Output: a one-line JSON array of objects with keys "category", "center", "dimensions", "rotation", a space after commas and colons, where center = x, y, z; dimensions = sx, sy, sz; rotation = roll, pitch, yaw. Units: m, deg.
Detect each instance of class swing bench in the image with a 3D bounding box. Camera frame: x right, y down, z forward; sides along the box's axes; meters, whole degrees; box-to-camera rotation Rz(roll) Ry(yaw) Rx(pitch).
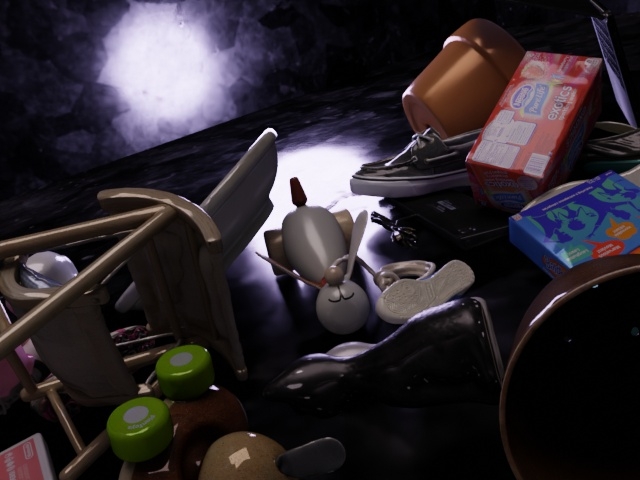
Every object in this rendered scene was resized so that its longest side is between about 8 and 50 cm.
[{"category": "swing bench", "center": [-0.234, 0.095, 0.688], "dimensions": [0.254, 0.253, 0.165], "rotation": [-28, 50, -26]}]

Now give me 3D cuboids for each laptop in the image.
[{"category": "laptop", "center": [0.484, -0.394, 1.267], "dimensions": [0.236, 0.408, 0.382], "rotation": [-18, 19, 26]}]

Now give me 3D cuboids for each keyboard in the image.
[{"category": "keyboard", "center": [0.189, -0.042, 1.072], "dimensions": [0.201, 0.033, 0.317], "rotation": [-14, 20, -12]}]

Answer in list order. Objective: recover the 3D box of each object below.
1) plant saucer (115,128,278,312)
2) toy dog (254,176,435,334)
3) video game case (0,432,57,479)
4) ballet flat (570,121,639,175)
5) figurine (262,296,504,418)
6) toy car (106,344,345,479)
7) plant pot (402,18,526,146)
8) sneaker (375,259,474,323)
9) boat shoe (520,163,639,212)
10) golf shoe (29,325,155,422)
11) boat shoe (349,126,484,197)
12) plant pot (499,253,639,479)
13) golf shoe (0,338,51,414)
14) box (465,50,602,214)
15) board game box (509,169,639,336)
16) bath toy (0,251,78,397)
[{"category": "plant saucer", "center": [-0.184, -0.013, 1.041], "dimensions": [0.400, 0.100, 0.400], "rotation": [-47, 10, 11]}, {"category": "toy dog", "center": [0.000, 0.000, 0.926], "dimensions": [0.220, 0.161, 0.333], "rotation": [-27, 24, -24]}, {"category": "video game case", "center": [-0.412, 0.325, 0.615], "dimensions": [0.285, 0.025, 0.204], "rotation": [-27, 24, -24]}, {"category": "ballet flat", "center": [0.454, -0.157, 1.068], "dimensions": [0.280, 0.096, 0.095], "rotation": [-1, -18, 23]}, {"category": "figurine", "center": [0.072, 0.122, 0.614], "dimensions": [0.209, 0.092, 0.215], "rotation": [-15, -8, 16]}, {"category": "toy car", "center": [-0.064, 0.197, 0.530], "dimensions": [0.188, 0.155, 0.149], "rotation": [3, 27, 18]}, {"category": "plant pot", "center": [0.312, -0.288, 1.285], "dimensions": [0.203, 0.291, 0.291], "rotation": [-34, 24, -3]}, {"category": "sneaker", "center": [0.120, 0.080, 0.756], "dimensions": [0.152, 0.084, 0.058], "rotation": [-23, 65, -35]}, {"category": "boat shoe", "center": [0.417, -0.050, 0.861], "dimensions": [0.254, 0.079, 0.095], "rotation": [-21, 37, 11]}, {"category": "golf shoe", "center": [-0.323, 0.176, 0.854], "dimensions": [0.086, 0.067, 0.186], "rotation": [4, 30, 44]}, {"category": "boat shoe", "center": [0.217, -0.162, 1.164], "dimensions": [0.335, 0.119, 0.121], "rotation": [-10, 20, -2]}, {"category": "plant pot", "center": [0.254, 0.099, 0.499], "dimensions": [0.215, 0.215, 0.230], "rotation": [-10, 8, 15]}, {"category": "golf shoe", "center": [-0.442, 0.199, 0.876], "dimensions": [0.273, 0.105, 0.120], "rotation": [-21, 40, -2]}, {"category": "box", "center": [0.355, -0.175, 0.989], "dimensions": [0.128, 0.122, 0.257], "rotation": [19, 67, 32]}, {"category": "board game box", "center": [0.354, 0.010, 0.719], "dimensions": [0.160, 0.047, 0.210], "rotation": [-25, 40, -8]}, {"category": "bath toy", "center": [-0.436, 0.164, 0.764], "dimensions": [0.348, 0.129, 0.151], "rotation": [-46, 9, -22]}]
